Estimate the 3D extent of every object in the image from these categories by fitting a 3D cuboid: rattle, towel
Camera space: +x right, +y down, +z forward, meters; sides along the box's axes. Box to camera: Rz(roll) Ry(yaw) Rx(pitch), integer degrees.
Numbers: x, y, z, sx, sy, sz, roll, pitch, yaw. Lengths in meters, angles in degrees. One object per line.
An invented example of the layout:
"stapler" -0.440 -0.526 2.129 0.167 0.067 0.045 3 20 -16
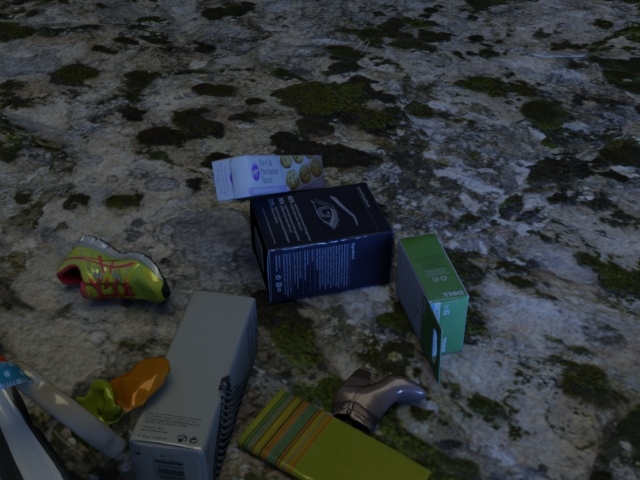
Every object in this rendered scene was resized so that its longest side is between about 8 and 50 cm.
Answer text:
"rattle" -0.276 0.144 0.926 0.143 0.200 0.130 -43 24 -6
"towel" 0.015 0.278 1.049 0.237 0.021 0.102 23 48 26

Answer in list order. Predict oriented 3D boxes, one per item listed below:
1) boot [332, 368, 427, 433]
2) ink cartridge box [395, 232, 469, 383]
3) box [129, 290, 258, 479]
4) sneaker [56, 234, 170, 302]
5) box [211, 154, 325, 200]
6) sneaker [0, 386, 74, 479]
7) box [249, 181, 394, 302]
"boot" 0.076 0.221 1.110 0.118 0.042 0.087 12 45 17
"ink cartridge box" 0.170 0.095 1.213 0.062 0.109 0.209 -8 38 -9
"box" -0.156 0.196 1.081 0.094 0.113 0.275 6 39 7
"sneaker" -0.326 0.065 1.291 0.208 0.082 0.094 15 46 30
"box" -0.077 -0.109 1.391 0.063 0.067 0.324 -8 2 21
"sneaker" -0.468 0.258 0.949 0.257 0.169 0.447 -25 46 -31
"box" 0.000 0.000 1.340 0.207 0.108 0.153 -8 37 -11
